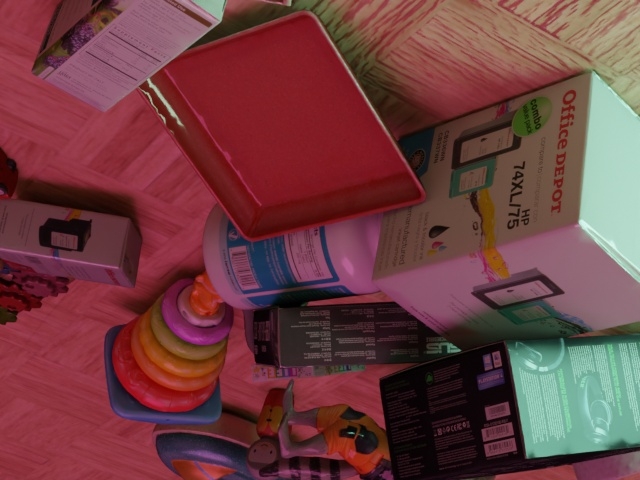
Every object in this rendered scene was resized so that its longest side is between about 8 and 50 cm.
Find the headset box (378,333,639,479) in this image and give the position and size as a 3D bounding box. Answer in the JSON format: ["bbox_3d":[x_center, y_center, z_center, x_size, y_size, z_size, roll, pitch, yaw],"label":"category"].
[{"bbox_3d":[0.255,0.191,1.632,0.283,0.131,0.246,0,166,-32],"label":"headset box"}]

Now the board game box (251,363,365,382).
[{"bbox_3d":[-0.016,0.186,2.085,0.103,0.026,0.154,-8,175,31],"label":"board game box"}]

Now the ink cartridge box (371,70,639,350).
[{"bbox_3d":[0.231,-0.020,1.560,0.270,0.198,0.197,-18,138,39],"label":"ink cartridge box"}]

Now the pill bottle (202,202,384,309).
[{"bbox_3d":[0.000,0.000,1.722,0.264,0.146,0.146,-8,145,30],"label":"pill bottle"}]

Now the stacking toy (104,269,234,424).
[{"bbox_3d":[-0.184,0.119,2.005,0.175,0.166,0.302,7,142,-23],"label":"stacking toy"}]

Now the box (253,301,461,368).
[{"bbox_3d":[0.081,0.115,1.793,0.307,0.077,0.242,-2,177,-10],"label":"box"}]

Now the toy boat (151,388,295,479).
[{"bbox_3d":[-0.137,0.356,2.365,0.267,0.148,0.318,23,148,-19],"label":"toy boat"}]

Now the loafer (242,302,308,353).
[{"bbox_3d":[-0.056,0.090,1.943,0.087,0.094,0.251,7,150,16],"label":"loafer"}]

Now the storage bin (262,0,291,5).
[{"bbox_3d":[-0.138,-0.349,1.206,0.260,0.123,0.262,10,150,2],"label":"storage bin"}]

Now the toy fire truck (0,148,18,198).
[{"bbox_3d":[-0.476,-0.117,1.784,0.135,0.047,0.192,0,149,19],"label":"toy fire truck"}]

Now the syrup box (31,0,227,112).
[{"bbox_3d":[-0.190,-0.230,1.452,0.096,0.093,0.237,29,146,-26],"label":"syrup box"}]

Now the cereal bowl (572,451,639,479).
[{"bbox_3d":[0.468,0.200,1.837,0.339,0.141,0.339,-19,169,-4],"label":"cereal bowl"}]

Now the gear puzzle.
[{"bbox_3d":[-0.519,0.082,2.134,0.175,0.044,0.339,29,145,-28],"label":"gear puzzle"}]

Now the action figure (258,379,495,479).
[{"bbox_3d":[0.091,0.314,2.097,0.330,0.179,0.341,21,175,-2],"label":"action figure"}]

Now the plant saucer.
[{"bbox_3d":[-0.042,-0.128,1.565,0.258,0.048,0.259,-13,125,35],"label":"plant saucer"}]

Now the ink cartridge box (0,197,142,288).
[{"bbox_3d":[-0.332,0.005,1.887,0.175,0.072,0.127,9,166,3],"label":"ink cartridge box"}]
